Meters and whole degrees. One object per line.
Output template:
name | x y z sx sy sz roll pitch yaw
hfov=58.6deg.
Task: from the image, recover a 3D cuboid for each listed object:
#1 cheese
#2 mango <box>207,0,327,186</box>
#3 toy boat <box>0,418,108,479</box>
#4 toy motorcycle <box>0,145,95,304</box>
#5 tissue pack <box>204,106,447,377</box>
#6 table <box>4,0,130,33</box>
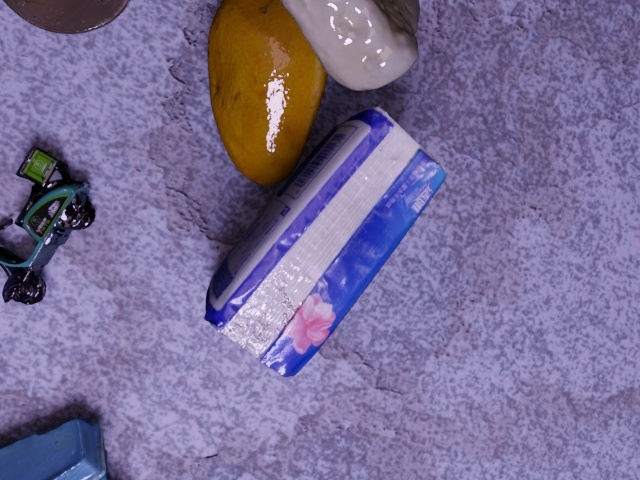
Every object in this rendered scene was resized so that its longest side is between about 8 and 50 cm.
cheese | 0.034 -0.270 0.611 0.093 0.263 0.159 -25 120 29
mango | -0.061 -0.176 0.654 0.147 0.109 0.227 0 99 22
toy boat | -0.356 0.300 0.662 0.238 0.109 0.098 -24 132 -7
toy motorcycle | -0.332 -0.011 0.659 0.100 0.058 0.173 30 87 -3
tissue pack | 0.000 0.000 0.636 0.137 0.209 0.269 40 87 -9
table | -0.282 -0.318 0.557 0.167 0.227 0.167 -1 94 -9
